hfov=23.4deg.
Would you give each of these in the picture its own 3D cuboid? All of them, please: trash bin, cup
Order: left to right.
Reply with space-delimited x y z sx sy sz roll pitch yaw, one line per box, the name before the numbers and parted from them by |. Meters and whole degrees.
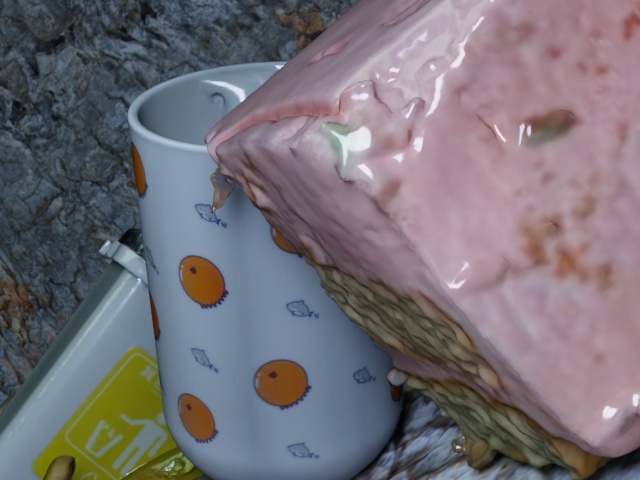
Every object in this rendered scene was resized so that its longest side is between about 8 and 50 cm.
trash bin | -0.221 0.182 1.707 0.368 0.256 0.296 -51 12 -7
cup | -0.038 0.037 1.257 0.212 0.317 0.212 -2 24 1

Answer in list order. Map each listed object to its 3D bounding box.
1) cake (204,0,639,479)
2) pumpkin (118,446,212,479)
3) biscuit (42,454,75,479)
cake | 0.145 -0.049 0.996 0.314 0.307 0.293 -44 11 -13
pumpkin | -0.123 0.249 1.402 0.217 0.110 0.217 -33 0 0
biscuit | -0.276 0.330 1.467 0.203 0.041 0.260 95 -172 -75
